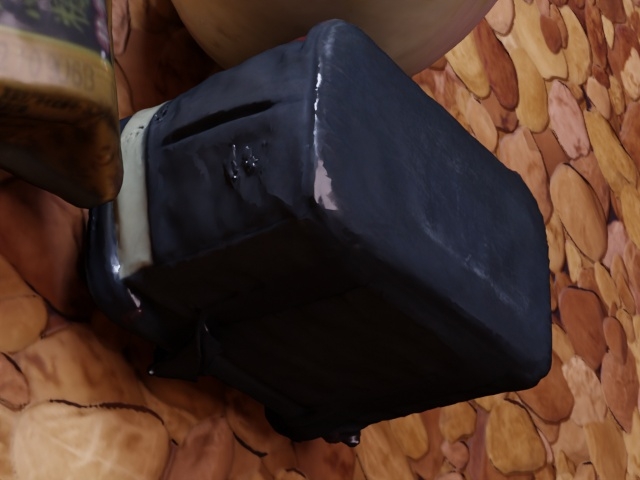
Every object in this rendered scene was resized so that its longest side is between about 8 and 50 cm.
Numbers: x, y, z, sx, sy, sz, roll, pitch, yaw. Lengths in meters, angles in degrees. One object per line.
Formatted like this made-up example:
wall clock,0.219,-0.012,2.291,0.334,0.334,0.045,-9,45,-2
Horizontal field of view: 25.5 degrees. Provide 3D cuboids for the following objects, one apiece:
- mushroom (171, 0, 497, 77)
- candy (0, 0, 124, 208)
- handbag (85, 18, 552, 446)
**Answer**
mushroom,0.028,-0.274,0.853,0.353,0.325,0.353,1,88,-31
candy,-0.205,-0.102,0.647,0.271,0.101,0.143,10,70,-45
handbag,0.000,0.000,0.799,0.254,0.181,0.181,35,46,-43
